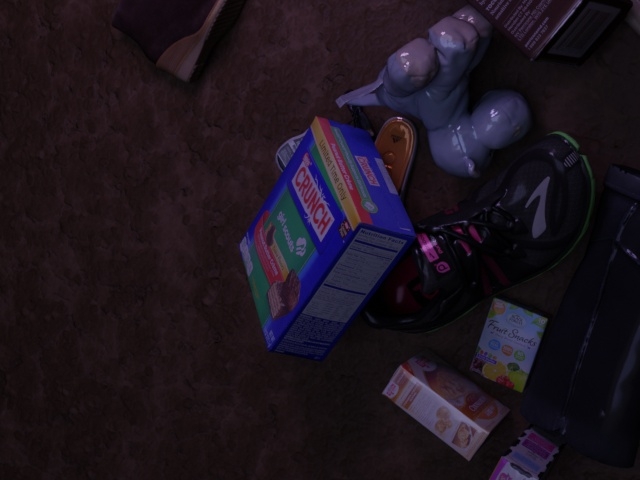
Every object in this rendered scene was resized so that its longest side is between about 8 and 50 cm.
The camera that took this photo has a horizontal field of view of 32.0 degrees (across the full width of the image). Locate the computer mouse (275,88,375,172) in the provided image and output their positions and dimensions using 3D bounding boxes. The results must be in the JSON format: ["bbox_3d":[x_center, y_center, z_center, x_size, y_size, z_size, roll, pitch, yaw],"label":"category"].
[{"bbox_3d":[0.004,-0.181,2.001,0.193,0.042,0.106,-29,91,20],"label":"computer mouse"}]

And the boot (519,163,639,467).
[{"bbox_3d":[0.508,0.149,1.702,0.367,0.146,0.445,38,114,55],"label":"boot"}]

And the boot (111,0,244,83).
[{"bbox_3d":[-0.266,-0.436,2.054,0.207,0.090,0.248,41,116,11],"label":"boot"}]

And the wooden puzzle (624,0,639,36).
[{"bbox_3d":[0.531,-0.497,1.680,0.348,0.080,0.322,49,114,10],"label":"wooden puzzle"}]

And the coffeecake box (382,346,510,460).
[{"bbox_3d":[0.218,0.277,1.918,0.185,0.142,0.068,36,111,15],"label":"coffeecake box"}]

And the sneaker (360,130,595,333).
[{"bbox_3d":[0.247,0.015,1.802,0.483,0.202,0.185,-45,70,30],"label":"sneaker"}]

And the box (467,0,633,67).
[{"bbox_3d":[0.273,-0.438,1.712,0.381,0.191,0.143,50,119,21],"label":"box"}]

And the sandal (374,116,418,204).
[{"bbox_3d":[0.096,-0.088,1.951,0.102,0.076,0.265,19,106,21],"label":"sandal"}]

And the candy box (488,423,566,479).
[{"bbox_3d":[0.324,0.398,1.839,0.071,0.233,0.159,31,109,17],"label":"candy box"}]

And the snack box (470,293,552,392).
[{"bbox_3d":[0.325,0.176,1.910,0.100,0.037,0.141,22,107,19],"label":"snack box"}]

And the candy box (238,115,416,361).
[{"bbox_3d":[0.000,0.000,1.888,0.317,0.122,0.268,-55,37,32],"label":"candy box"}]

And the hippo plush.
[{"bbox_3d":[0.207,-0.212,1.790,0.294,0.234,0.236,-34,92,11],"label":"hippo plush"}]
